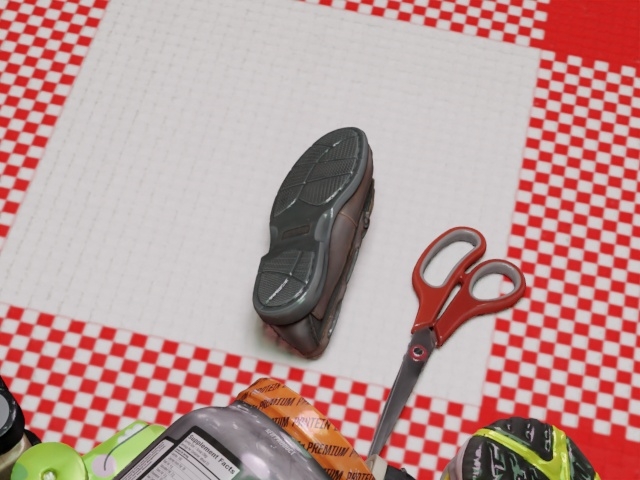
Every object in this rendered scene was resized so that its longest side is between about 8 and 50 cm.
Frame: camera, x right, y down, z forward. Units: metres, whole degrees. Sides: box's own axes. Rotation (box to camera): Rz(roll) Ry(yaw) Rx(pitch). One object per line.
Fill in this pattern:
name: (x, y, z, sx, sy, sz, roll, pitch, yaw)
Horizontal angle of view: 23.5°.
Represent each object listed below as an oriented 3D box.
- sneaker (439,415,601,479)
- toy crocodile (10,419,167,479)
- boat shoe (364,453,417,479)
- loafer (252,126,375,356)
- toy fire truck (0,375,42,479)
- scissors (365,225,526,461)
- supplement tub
sneaker: (0.222, 0.332, 1.267, 0.145, 0.147, 0.385, -19, 74, -22)
toy crocodile: (-0.261, 0.264, 1.281, 0.340, 0.115, 0.105, -31, 65, -23)
boat shoe: (0.035, 0.297, 1.305, 0.079, 0.084, 0.233, 32, 58, -13)
loafer: (0.000, 0.000, 1.547, 0.096, 0.084, 0.268, -8, 42, 29)
toy fire truck: (-0.395, 0.166, 1.336, 0.246, 0.158, 0.217, -32, 61, -12)
scissors: (0.094, 0.095, 1.507, 0.109, 0.021, 0.297, 34, 58, 17)
supplement tub: (-0.109, 0.267, 1.213, 0.316, 0.194, 0.193, -41, 65, -19)
